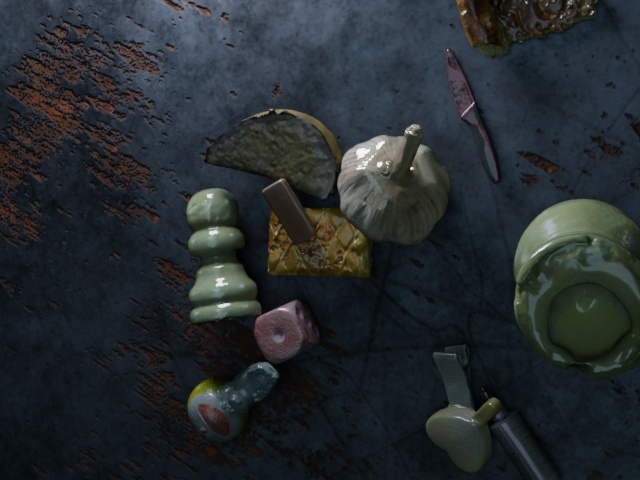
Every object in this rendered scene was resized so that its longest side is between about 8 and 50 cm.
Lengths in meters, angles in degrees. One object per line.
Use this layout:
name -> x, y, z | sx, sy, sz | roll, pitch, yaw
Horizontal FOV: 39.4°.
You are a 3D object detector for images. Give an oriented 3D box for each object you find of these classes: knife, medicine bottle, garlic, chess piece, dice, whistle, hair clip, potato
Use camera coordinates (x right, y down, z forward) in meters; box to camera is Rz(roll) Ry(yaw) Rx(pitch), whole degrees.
knife -> 0.257, -0.212, 1.527 | 0.035, 0.018, 0.247 | -22, 85, 20
medicine bottle -> 0.330, 0.333, 1.520 | 0.057, 0.057, 0.199 | -35, 84, 16
garlic -> 0.137, -0.108, 1.451 | 0.199, 0.226, 0.199 | 6, 63, -11
chess piece -> 0.378, 0.062, 1.287 | 0.234, 0.442, 0.234 | 2, 95, 17
chess piece -> -0.188, 0.026, 1.623 | 0.133, 0.133, 0.243 | -10, 86, 17
dice -> -0.060, 0.164, 1.606 | 0.094, 0.091, 0.093 | -25, 86, 16
whistle -> -0.162, 0.292, 1.617 | 0.223, 0.123, 0.123 | -38, 83, 31
hair clip -> 0.248, 0.291, 1.523 | 0.159, 0.071, 0.218 | -7, 97, 47
potato -> -0.069, -0.169, 1.575 | 0.243, 0.098, 0.138 | 18, 108, 8

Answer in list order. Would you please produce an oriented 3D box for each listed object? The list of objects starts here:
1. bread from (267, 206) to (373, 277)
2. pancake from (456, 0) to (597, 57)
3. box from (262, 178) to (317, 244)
bread -> 0.001, 0.000, 1.588 | 0.188, 0.068, 0.125 | 2, 94, 16
pancake -> 0.338, -0.427, 1.465 | 0.244, 0.057, 0.266 | 15, 97, 14
box -> -0.052, -0.049, 1.541 | 0.048, 0.025, 0.115 | -30, 98, 17
